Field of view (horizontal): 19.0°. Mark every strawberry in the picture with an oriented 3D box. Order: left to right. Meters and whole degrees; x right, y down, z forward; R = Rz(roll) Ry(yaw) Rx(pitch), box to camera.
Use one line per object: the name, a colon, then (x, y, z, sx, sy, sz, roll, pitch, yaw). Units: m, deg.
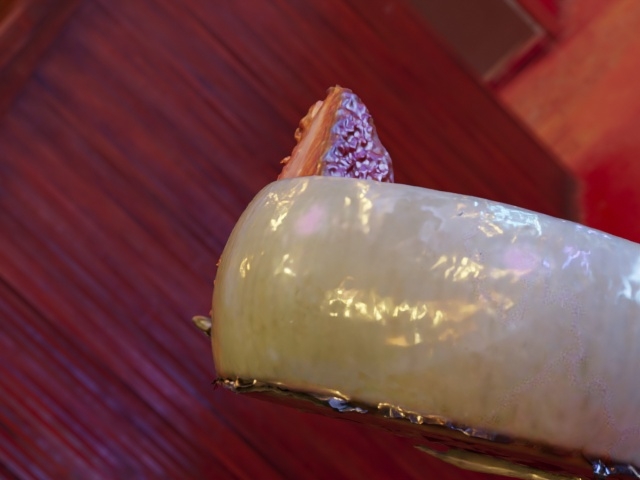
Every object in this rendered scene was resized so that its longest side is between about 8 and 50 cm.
strawberry: (0.002, 0.001, 1.573, 0.236, 0.106, 0.175, -56, 18, 1)

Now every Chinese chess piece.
Chinese chess piece: (0.100, 0.070, 1.232, 0.349, 0.349, 0.146, 173, 112, -70)

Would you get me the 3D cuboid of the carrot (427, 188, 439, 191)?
carrot: (0.109, 0.042, 1.547, 0.047, 0.047, 0.191, -32, 60, 46)
